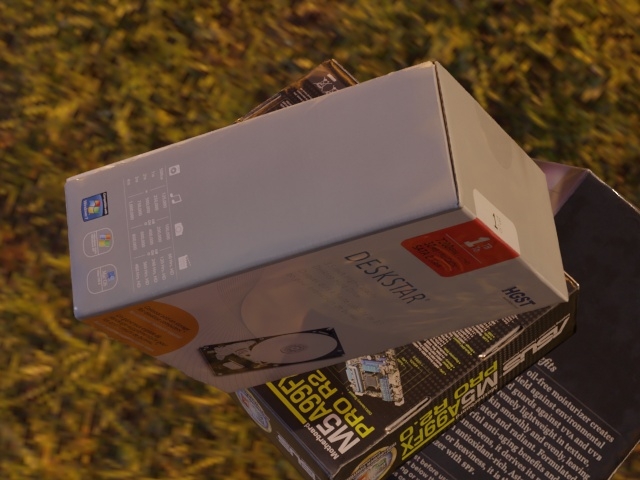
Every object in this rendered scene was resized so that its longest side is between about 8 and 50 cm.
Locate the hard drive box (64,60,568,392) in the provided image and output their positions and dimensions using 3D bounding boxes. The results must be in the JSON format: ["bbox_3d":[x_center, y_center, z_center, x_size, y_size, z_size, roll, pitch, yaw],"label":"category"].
[{"bbox_3d":[0.000,0.000,1.021,0.232,0.181,0.089,-17,65,21],"label":"hard drive box"}]

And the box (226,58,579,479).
[{"bbox_3d":[0.009,0.022,1.226,0.216,0.060,0.270,-36,60,-17],"label":"box"}]

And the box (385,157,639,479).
[{"bbox_3d":[0.160,0.094,1.481,0.183,0.296,0.294,39,90,-8],"label":"box"}]
